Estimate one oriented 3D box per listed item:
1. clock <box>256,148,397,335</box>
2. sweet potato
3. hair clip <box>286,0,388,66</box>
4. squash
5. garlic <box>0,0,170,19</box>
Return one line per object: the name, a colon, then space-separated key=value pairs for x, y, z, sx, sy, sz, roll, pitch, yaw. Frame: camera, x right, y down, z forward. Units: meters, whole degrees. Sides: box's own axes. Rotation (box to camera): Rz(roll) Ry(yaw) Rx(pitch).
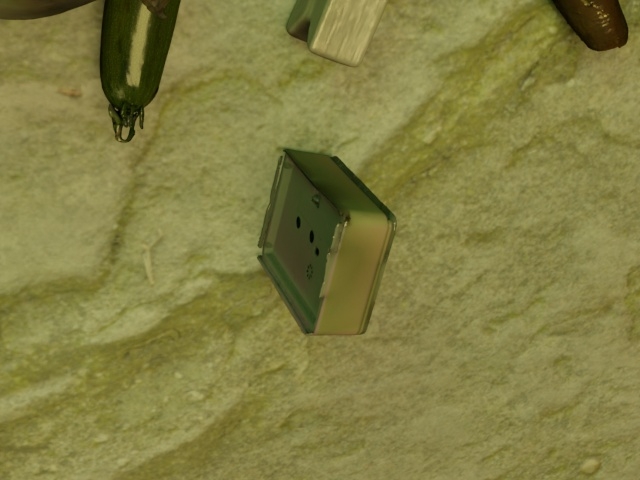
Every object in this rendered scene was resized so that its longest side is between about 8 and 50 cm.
clock: x=0.000 y=0.000 z=0.955 sx=0.071 sy=0.192 sz=0.147 roll=4 pitch=114 yaw=-24
sweet potato: x=0.278 y=-0.320 z=0.969 sx=0.077 sy=0.077 sz=0.243 roll=-31 pitch=116 yaw=-3
hair clip: x=0.062 y=-0.341 z=0.863 sx=0.085 sy=0.101 sz=0.331 roll=16 pitch=112 yaw=-30
squash: x=-0.158 y=-0.252 z=0.836 sx=0.080 sy=0.071 sz=0.318 roll=21 pitch=106 yaw=-10
garlic: x=-0.235 y=-0.278 z=0.677 sx=0.292 sy=0.237 sz=0.210 roll=9 pitch=113 yaw=-20
